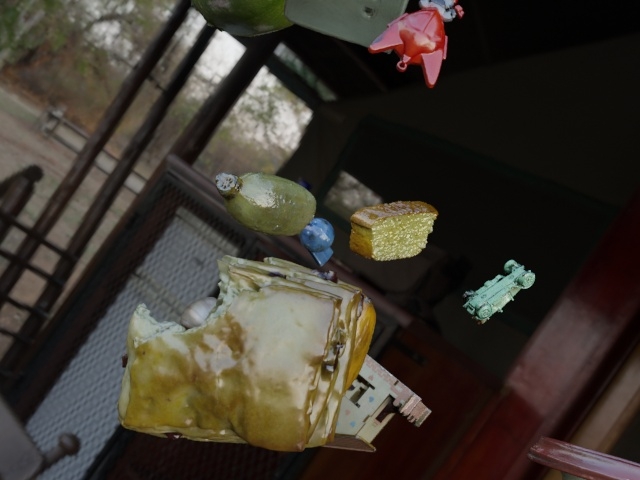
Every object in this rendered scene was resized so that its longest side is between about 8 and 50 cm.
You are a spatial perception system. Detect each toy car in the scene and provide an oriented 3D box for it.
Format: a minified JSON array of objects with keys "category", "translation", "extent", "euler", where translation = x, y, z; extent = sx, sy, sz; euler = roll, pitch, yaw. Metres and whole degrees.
[{"category":"toy car","translation":[0.346,0.100,1.717],"extent":[0.054,0.143,0.073],"euler":[58,-7,-27]}]

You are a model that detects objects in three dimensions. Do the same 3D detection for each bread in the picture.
[{"category":"bread","translation":[-0.117,0.177,1.385],"extent":[0.370,0.314,0.191],"euler":[12,-2,-12]},{"category":"bread","translation":[0.140,-0.020,1.659],"extent":[0.188,0.103,0.065],"euler":[-5,24,-37]}]

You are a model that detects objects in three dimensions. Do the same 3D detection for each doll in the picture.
[{"category":"doll","translation":[0.153,-0.310,1.291],"extent":[0.109,0.169,0.057],"euler":[31,-19,0]}]

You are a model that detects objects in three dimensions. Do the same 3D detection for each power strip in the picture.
[{"category":"power strip","translation":[0.050,-0.431,1.501],"extent":[0.213,0.064,0.198],"euler":[20,-35,2]}]

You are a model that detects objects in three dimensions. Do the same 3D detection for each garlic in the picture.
[{"category":"garlic","translation":[-0.169,0.182,1.848],"extent":[0.214,0.160,0.191],"euler":[51,-21,-25]}]

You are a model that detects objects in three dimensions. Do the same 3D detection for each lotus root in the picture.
[{"category":"lotus root","translation":[-0.080,-0.054,1.307],"extent":[0.183,0.090,0.077],"euler":[19,16,-48]}]

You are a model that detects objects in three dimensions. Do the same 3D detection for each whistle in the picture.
[{"category":"whistle","translation":[0.000,0.000,2.111],"extent":[0.090,0.090,0.158],"euler":[34,-18,52]}]

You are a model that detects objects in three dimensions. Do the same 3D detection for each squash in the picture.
[{"category":"squash","translation":[-0.137,-0.611,1.979],"extent":[0.310,0.310,0.309],"euler":[36,-1,-21]}]

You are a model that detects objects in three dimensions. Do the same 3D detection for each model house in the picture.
[{"category":"model house","translation":[0.048,0.359,1.969],"extent":[0.326,0.244,0.169],"euler":[37,-8,28]}]

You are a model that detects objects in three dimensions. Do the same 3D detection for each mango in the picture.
[{"category":"mango","translation":[-0.004,0.252,1.799],"extent":[0.144,0.359,0.187],"euler":[28,13,-19]}]

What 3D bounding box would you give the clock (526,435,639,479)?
[{"category":"clock","translation":[0.540,0.441,1.638],"extent":[0.319,0.080,0.318],"euler":[16,-6,2]}]
